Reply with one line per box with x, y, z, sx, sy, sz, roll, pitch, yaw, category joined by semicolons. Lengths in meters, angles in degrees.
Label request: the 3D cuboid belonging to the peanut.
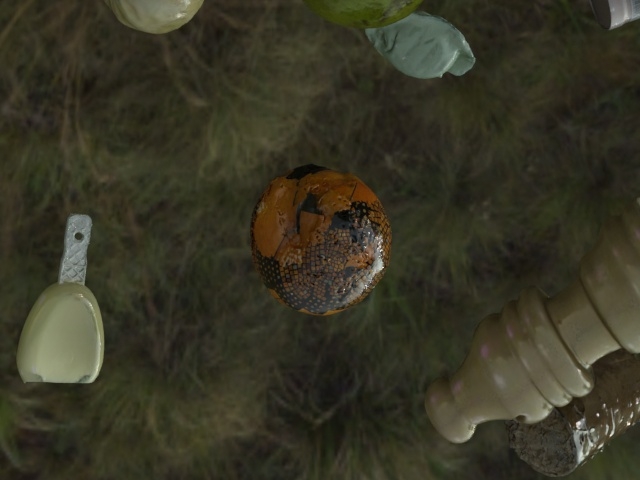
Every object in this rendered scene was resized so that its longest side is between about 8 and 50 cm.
-0.192;-0.345;1.283;0.152;0.313;0.152;1;121;1;peanut

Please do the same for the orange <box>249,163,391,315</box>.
0.000;0.000;1.673;0.234;0.235;0.182;-29;161;26;orange

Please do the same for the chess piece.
0.234;0.100;1.112;0.307;0.124;0.139;-35;102;20;chess piece

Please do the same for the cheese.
-0.369;0.085;1.590;0.127;0.054;0.252;5;97;-30;cheese

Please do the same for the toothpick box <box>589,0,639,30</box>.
0.508;-0.400;1.718;0.148;0.098;0.098;-20;137;1;toothpick box

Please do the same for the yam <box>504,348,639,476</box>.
0.355;0.232;1.500;0.238;0.129;0.128;-22;137;-49;yam

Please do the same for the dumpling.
0.195;-0.388;2.078;0.219;0.108;0.153;18;130;0;dumpling

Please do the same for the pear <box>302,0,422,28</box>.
0.065;-0.404;1.543;0.212;0.269;0.213;-7;105;-29;pear
